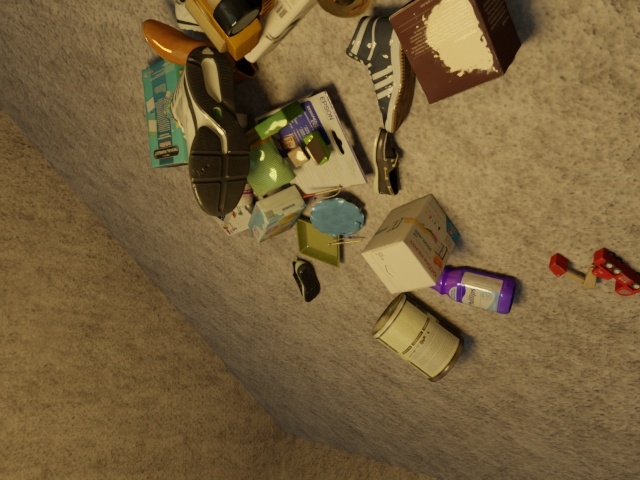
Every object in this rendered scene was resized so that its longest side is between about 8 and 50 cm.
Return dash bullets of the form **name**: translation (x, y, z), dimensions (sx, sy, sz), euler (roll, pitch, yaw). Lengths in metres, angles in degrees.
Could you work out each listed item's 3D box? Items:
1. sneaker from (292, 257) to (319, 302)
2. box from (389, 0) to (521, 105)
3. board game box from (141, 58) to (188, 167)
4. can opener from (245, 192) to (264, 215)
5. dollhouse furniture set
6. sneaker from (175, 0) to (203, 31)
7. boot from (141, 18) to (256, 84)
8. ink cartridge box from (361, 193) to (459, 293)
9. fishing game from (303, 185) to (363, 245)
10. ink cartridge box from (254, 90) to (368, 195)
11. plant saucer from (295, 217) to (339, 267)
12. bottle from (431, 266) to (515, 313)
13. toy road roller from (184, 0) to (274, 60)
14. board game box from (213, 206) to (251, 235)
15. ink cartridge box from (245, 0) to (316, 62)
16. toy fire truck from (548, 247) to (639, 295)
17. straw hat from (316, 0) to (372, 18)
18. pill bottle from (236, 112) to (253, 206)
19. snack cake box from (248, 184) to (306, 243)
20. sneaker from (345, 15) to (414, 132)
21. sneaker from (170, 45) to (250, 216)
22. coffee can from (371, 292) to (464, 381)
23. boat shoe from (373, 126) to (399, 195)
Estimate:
- **sneaker**: translation (-0.069, 0.165, 1.845), dimensions (0.097, 0.084, 0.235), euler (38, 149, 42)
- **box**: translation (0.280, -0.428, 0.873), dimensions (0.167, 0.168, 0.203), euler (-11, 120, 44)
- **board game box**: translation (-0.499, -0.423, 1.431), dimensions (0.253, 0.079, 0.336), euler (5, 101, 45)
- **can opener**: translation (-0.281, -0.219, 1.571), dimensions (0.075, 0.095, 0.284), euler (-21, 116, 2)
- **dollhouse furniture set**: translation (-0.151, -0.240, 1.249), dimensions (0.301, 0.151, 0.198), euler (-24, 110, 28)
- **sneaker**: translation (-0.324, -0.650, 1.212), dimensions (0.235, 0.090, 0.095), euler (17, 122, 20)
- **boot**: translation (-0.342, -0.558, 1.232), dimensions (0.211, 0.104, 0.295), euler (5, 164, 45)
- **ink cartridge box**: translation (0.273, 0.014, 1.270), dimensions (0.171, 0.233, 0.168), euler (50, 141, -15)
- **fishing game**: translation (0.057, -0.082, 1.445), dimensions (0.189, 0.041, 0.264), euler (-11, 135, 22)
- **ink cartridge box**: translation (-0.021, -0.296, 1.334), dimensions (0.307, 0.072, 0.304), euler (-6, 123, 39)
- **plant saucer**: translation (0.000, 0.000, 1.628), dimensions (0.188, 0.045, 0.188), euler (20, 138, 23)
- **bottle**: translation (0.468, 0.147, 1.360), dimensions (0.282, 0.092, 0.118), euler (14, 137, 28)
- **toy road roller**: translation (-0.170, -0.570, 0.926), dimensions (0.202, 0.240, 0.329), euler (51, 176, -15)
- **board game box**: translation (-0.352, -0.134, 1.770), dimensions (0.305, 0.053, 0.193), euler (-16, 117, 46)
- **ink cartridge box**: translation (-0.139, -0.619, 1.062), dimensions (0.272, 0.115, 0.198), euler (-22, 113, 47)
- **toy fire truck**: translation (0.731, 0.088, 1.127), dimensions (0.192, 0.047, 0.135), euler (37, 143, 0)
- **straw hat**: translation (0.051, -0.575, 0.991), dimensions (0.144, 0.144, 0.061), euler (44, -178, -6)
- **pill bottle**: translation (-0.311, -0.276, 1.440), dimensions (0.169, 0.169, 0.302), euler (12, 107, 30)
- **snack cake box**: translation (-0.162, -0.087, 1.519), dimensions (0.089, 0.152, 0.264), euler (60, 160, 6)
- **sneaker**: translation (0.148, -0.413, 1.056), dimensions (0.153, 0.099, 0.282), euler (25, 144, 25)
- **sneaker**: translation (-0.329, -0.298, 1.241), dimensions (0.257, 0.169, 0.448), euler (10, 105, 62)
- **coffee can**: translation (0.357, 0.356, 1.571), dimensions (0.275, 0.201, 0.201), euler (37, 142, 3)
- **boat shoe**: translation (0.195, -0.224, 1.224), dimensions (0.068, 0.081, 0.228), euler (16, 144, 22)
